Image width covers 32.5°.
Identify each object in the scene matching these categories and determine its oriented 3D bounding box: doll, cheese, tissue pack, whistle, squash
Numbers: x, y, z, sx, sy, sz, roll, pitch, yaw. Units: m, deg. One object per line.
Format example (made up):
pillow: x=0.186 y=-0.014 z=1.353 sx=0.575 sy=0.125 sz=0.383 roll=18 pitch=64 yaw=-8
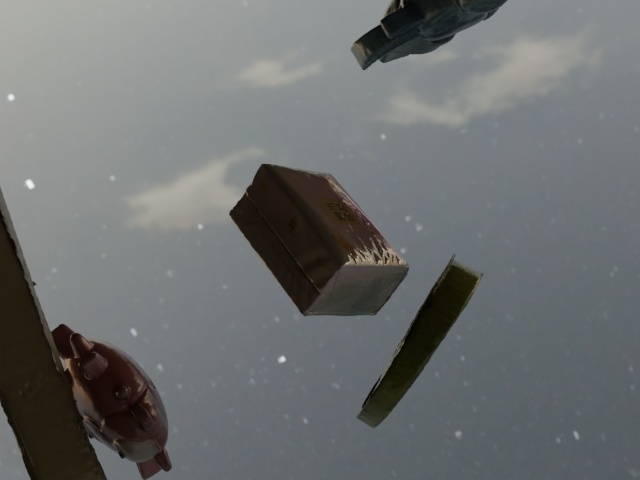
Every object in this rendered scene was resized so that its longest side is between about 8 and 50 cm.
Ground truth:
doll: x=-0.250 y=0.188 z=1.314 sx=0.093 sy=0.211 sz=0.262 roll=-37 pitch=-153 yaw=-22
cheese: x=-0.334 y=0.113 z=1.212 sx=0.085 sy=0.400 sz=0.034 roll=-19 pitch=-173 yaw=-2
tissue pack: x=0.000 y=0.000 z=1.704 sx=0.225 sy=0.185 sz=0.124 roll=52 pitch=-61 yaw=28
whistle: x=0.123 y=-0.245 z=1.148 sx=0.180 sy=0.093 sz=0.269 roll=-26 pitch=175 yaw=-20
squash: x=0.113 y=0.117 z=1.252 sx=0.219 sy=0.041 sz=0.219 roll=-58 pitch=174 yaw=-10
